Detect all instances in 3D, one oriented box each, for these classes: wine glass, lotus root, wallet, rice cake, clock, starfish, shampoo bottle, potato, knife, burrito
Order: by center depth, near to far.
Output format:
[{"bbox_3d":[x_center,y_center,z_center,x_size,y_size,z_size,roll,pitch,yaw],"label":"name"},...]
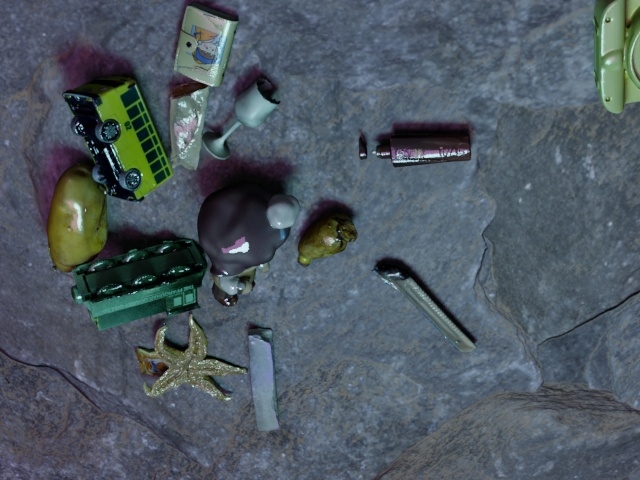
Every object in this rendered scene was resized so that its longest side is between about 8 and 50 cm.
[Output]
[{"bbox_3d":[0.660,-0.364,1.393,0.307,0.096,0.235,-6,124,14],"label":"clock"},{"bbox_3d":[-0.239,-0.402,1.577,0.110,0.039,0.155,19,127,-5],"label":"wallet"},{"bbox_3d":[0.200,-0.195,1.627,0.236,0.067,0.068,-3,86,12],"label":"shampoo bottle"},{"bbox_3d":[-0.170,-0.261,1.644,0.079,0.079,0.195,40,125,-18],"label":"wine glass"},{"bbox_3d":[-0.295,-0.249,1.688,0.086,0.060,0.226,7,127,-6],"label":"burrito"},{"bbox_3d":[0.000,0.000,1.794,0.190,0.108,0.094,-30,90,42],"label":"lotus root"},{"bbox_3d":[-0.581,-0.040,1.834,0.140,0.173,0.300,6,130,-19],"label":"potato"},{"bbox_3d":[0.268,0.168,1.908,0.365,0.043,0.089,43,156,-23],"label":"knife"},{"bbox_3d":[-0.157,0.393,2.144,0.070,0.064,0.399,-1,127,0],"label":"rice cake"},{"bbox_3d":[-0.350,0.349,2.153,0.302,0.060,0.299,28,111,-21],"label":"starfish"}]

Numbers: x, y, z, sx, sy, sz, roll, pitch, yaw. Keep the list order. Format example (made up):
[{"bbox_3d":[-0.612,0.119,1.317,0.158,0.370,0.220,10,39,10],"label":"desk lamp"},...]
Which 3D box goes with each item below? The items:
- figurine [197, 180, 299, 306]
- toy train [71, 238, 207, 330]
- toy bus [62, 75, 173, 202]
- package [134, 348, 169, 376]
[{"bbox_3d":[-0.177,0.033,1.772,0.206,0.218,0.365,43,148,34],"label":"figurine"},{"bbox_3d":[-0.434,0.117,1.870,0.330,0.138,0.178,-16,138,-21],"label":"toy train"},{"bbox_3d":[-0.439,-0.229,1.675,0.128,0.150,0.262,15,134,38],"label":"toy bus"},{"bbox_3d":[-0.466,0.353,2.194,0.120,0.031,0.108,2,127,10],"label":"package"}]
